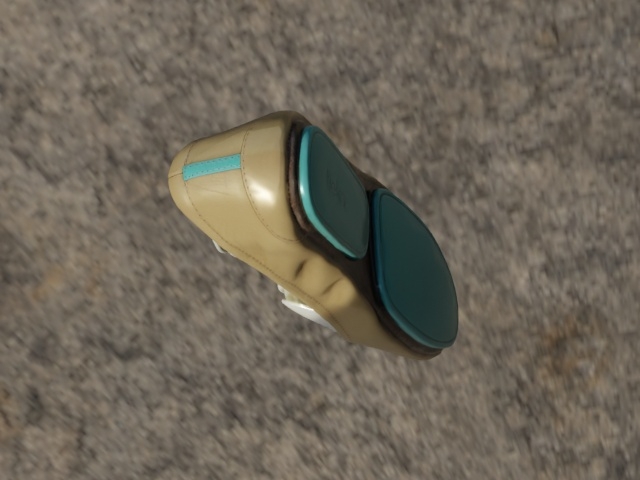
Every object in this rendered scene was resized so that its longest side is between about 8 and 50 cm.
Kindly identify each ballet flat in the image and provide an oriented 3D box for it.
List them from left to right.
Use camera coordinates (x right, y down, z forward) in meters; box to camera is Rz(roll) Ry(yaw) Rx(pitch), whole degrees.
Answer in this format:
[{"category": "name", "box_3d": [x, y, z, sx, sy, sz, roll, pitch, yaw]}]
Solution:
[{"category": "ballet flat", "box_3d": [0.000, 0.000, 0.835, 0.073, 0.232, 0.080, -7, 65, 20]}]
